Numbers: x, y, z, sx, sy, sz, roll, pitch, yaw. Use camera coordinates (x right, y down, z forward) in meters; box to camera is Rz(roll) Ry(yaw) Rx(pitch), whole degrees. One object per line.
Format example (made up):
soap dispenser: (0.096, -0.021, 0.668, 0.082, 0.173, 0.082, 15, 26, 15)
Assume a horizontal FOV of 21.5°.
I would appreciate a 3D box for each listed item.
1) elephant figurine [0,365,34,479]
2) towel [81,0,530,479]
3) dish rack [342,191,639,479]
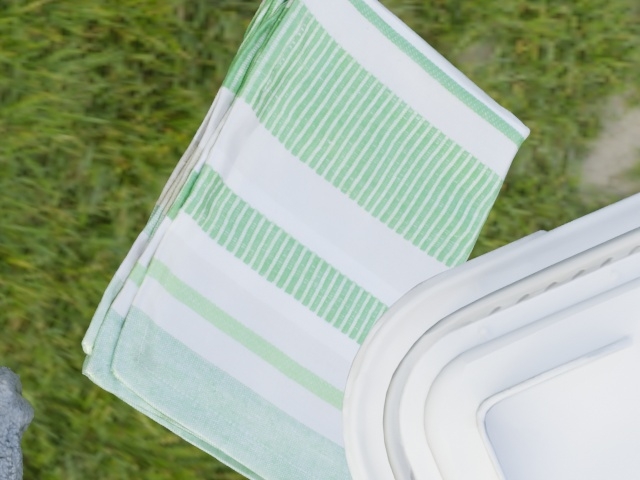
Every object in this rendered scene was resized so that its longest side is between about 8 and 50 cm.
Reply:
elephant figurine: (-0.262, 0.222, 1.038, 0.186, 0.169, 0.239, -22, 97, -70)
towel: (0.000, 0.000, 1.142, 0.248, 0.038, 0.325, 35, 72, -31)
dish rack: (0.194, 0.092, 0.501, 0.333, 0.072, 0.285, -23, 80, 4)
